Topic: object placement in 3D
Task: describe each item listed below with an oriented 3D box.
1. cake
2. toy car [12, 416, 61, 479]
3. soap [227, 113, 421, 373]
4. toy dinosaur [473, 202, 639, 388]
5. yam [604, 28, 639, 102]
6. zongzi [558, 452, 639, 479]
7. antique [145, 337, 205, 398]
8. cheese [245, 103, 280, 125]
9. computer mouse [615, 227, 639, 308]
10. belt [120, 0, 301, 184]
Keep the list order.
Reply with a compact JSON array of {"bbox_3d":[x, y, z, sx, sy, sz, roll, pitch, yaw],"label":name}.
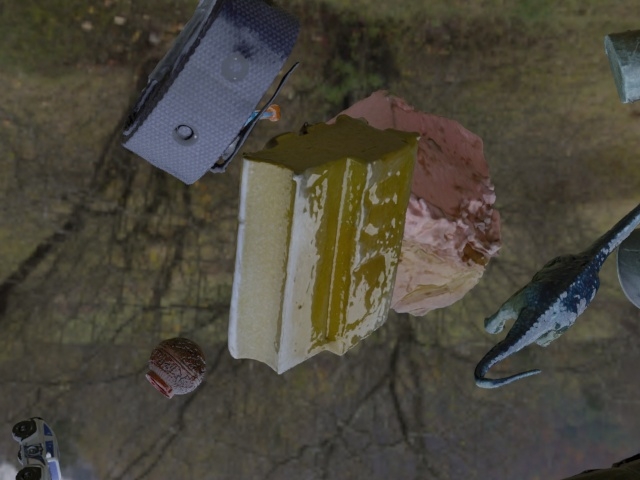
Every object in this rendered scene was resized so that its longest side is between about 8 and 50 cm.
[{"bbox_3d":[0.147,-0.067,1.740,0.314,0.307,0.293,26,138,-35],"label":"cake"},{"bbox_3d":[-0.471,0.366,1.578,0.070,0.171,0.080,-9,129,-14],"label":"toy car"},{"bbox_3d":[0.000,0.000,1.217,0.143,0.281,0.259,25,-148,31],"label":"soap"},{"bbox_3d":[0.262,0.065,1.068,0.076,0.363,0.147,45,148,11],"label":"toy dinosaur"},{"bbox_3d":[0.487,-0.237,1.159,0.259,0.093,0.093,-10,164,17],"label":"yam"},{"bbox_3d":[0.648,0.632,2.013,0.431,0.208,0.403,-7,-157,-6],"label":"zongzi"},{"bbox_3d":[-0.242,0.211,1.601,0.104,0.104,0.104,3,167,1],"label":"antique"},{"bbox_3d":[-0.128,-0.228,1.730,0.111,0.017,0.047,-8,137,-8],"label":"cheese"},{"bbox_3d":[0.696,0.094,1.657,0.379,0.167,0.090,29,160,3],"label":"computer mouse"},{"bbox_3d":[-0.116,-0.173,1.062,0.126,0.230,0.140,30,-161,-21],"label":"belt"}]
